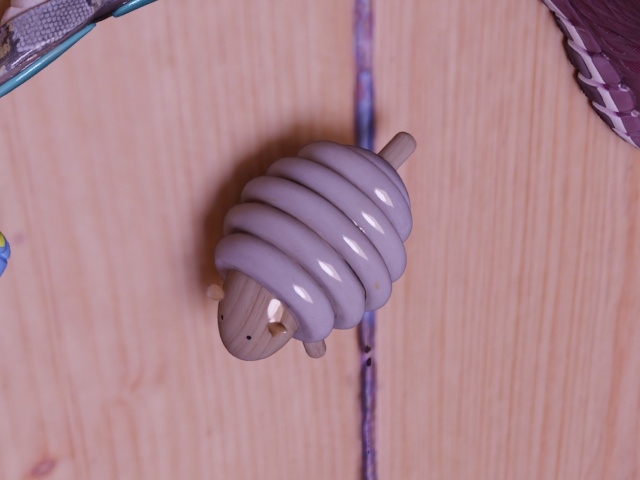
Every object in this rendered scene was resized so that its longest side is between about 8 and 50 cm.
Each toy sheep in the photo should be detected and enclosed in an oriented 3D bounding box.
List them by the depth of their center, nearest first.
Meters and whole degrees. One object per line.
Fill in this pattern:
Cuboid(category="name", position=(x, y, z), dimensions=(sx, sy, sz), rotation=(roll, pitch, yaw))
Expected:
Cuboid(category="toy sheep", position=(0.000, 0.000, 0.522), dimensions=(0.132, 0.091, 0.091), rotation=(-54, 132, -20))

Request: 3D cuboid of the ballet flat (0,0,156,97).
Cuboid(category="ballet flat", position=(-0.092, -0.096, 0.443), dimensions=(0.114, 0.041, 0.041), rotation=(-35, 128, -17))

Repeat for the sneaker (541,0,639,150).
Cuboid(category="sneaker", position=(0.201, -0.099, 0.561), dimensions=(0.281, 0.162, 0.106), rotation=(33, 91, -41))

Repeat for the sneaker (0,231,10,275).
Cuboid(category="sneaker", position=(-0.195, -0.002, 0.390), dimensions=(0.188, 0.067, 0.078), rotation=(26, 89, -43))
